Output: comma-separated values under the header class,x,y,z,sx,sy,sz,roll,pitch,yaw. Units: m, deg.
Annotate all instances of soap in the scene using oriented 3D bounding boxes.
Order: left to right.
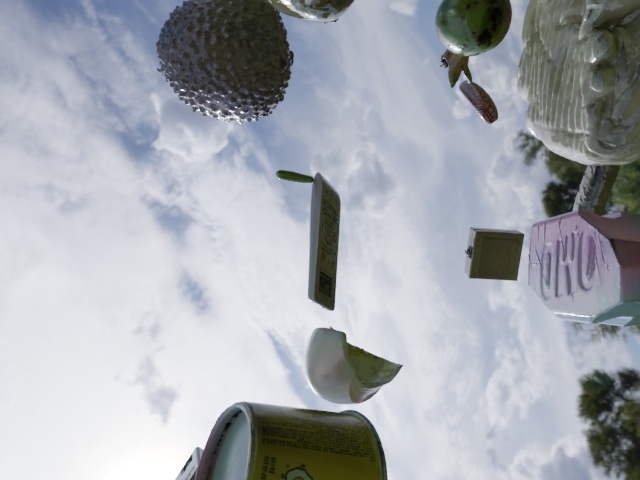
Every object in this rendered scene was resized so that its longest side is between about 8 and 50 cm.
class,x,y,z,sx,sy,sz,roll,pitch,yaw
soap,0.469,0.046,0.863,0.324,0.109,0.193,101,172,-86

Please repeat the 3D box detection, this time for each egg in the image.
class,x,y,z,sx,sy,sz,roll,pitch,yaw
egg,0.058,0.338,1.302,0.271,0.206,0.162,40,-115,-40

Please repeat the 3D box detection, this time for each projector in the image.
class,x,y,z,sx,sy,sz,roll,pitch,yaw
projector,-0.284,0.543,1.101,0.061,0.115,0.147,36,-100,-14

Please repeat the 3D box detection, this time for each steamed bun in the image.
class,x,y,z,sx,sy,sz,roll,pitch,yaw
steamed bun,0.486,-0.305,0.813,0.352,0.247,0.339,-96,2,-68

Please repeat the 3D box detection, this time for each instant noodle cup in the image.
class,x,y,z,sx,sy,sz,roll,pitch,yaw
instant noodle cup,-0.070,0.448,0.932,0.254,0.325,0.325,24,-124,-24

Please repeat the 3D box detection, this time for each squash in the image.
class,x,y,z,sx,sy,sz,roll,pitch,yaw
squash,-0.059,-0.146,1.173,0.089,0.027,0.027,11,-118,-11

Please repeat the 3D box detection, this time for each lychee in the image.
class,x,y,z,sx,sy,sz,roll,pitch,yaw
lychee,-0.194,-0.392,1.072,0.300,0.300,0.300,23,-121,-45

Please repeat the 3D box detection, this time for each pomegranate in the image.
class,x,y,z,sx,sy,sz,roll,pitch,yaw
pomegranate,0.310,-0.420,1.033,0.220,0.156,0.156,76,-153,-44

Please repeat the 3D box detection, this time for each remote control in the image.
class,x,y,z,sx,sy,sz,roll,pitch,yaw
remote control,0.000,0.000,1.173,0.109,0.055,0.313,39,-130,-57

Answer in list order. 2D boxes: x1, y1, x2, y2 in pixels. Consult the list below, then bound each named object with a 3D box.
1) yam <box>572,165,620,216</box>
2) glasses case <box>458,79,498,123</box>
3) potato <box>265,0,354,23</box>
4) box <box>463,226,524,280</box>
class,x,y,z,sx,sy,sz,roll,pitch,yaw
yam,0.686,-0.108,1.277,0.371,0.083,0.083,78,-154,-43
glasses case,0.413,-0.370,1.324,0.073,0.049,0.194,39,-155,-28
potato,-0.037,-0.482,0.729,0.243,0.221,0.326,46,170,18
box,0.274,0.022,0.810,0.035,0.083,0.079,-93,7,-77
